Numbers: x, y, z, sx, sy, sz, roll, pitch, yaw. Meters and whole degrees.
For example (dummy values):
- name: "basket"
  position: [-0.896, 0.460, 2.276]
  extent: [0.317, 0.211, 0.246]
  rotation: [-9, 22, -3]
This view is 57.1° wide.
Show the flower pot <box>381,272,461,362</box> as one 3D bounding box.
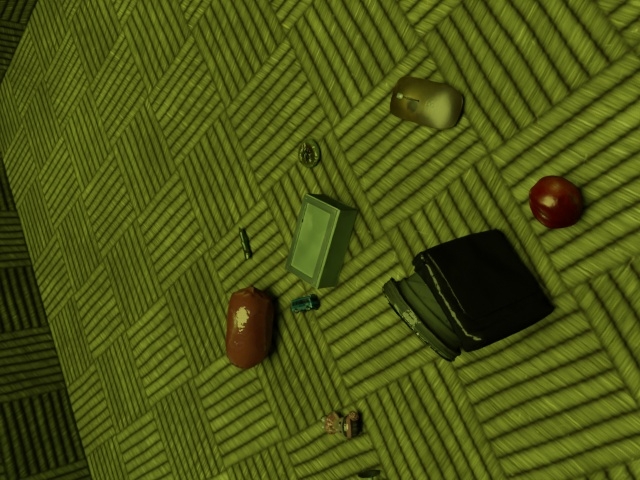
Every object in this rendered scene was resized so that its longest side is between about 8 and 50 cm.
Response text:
- name: "flower pot"
  position: [0.258, 0.139, 1.296]
  extent: [0.140, 0.235, 0.235]
  rotation: [-46, 60, 9]

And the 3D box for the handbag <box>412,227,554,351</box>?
- name: "handbag"
  position: [0.326, 0.096, 1.194]
  extent: [0.223, 0.246, 0.080]
  rotation: [60, 145, 22]

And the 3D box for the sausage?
- name: "sausage"
  position: [-0.210, 0.256, 1.761]
  extent: [0.148, 0.148, 0.255]
  rotation: [10, 104, 42]

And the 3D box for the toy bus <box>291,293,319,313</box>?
- name: "toy bus"
  position: [-0.043, 0.181, 1.669]
  extent: [0.083, 0.038, 0.046]
  rotation: [-18, 77, 41]

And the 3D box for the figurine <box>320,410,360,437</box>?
- name: "figurine"
  position: [0.058, 0.493, 1.592]
  extent: [0.129, 0.054, 0.072]
  rotation: [-10, 71, 50]

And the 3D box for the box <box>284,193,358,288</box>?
- name: "box"
  position: [0.000, 0.000, 1.587]
  extent: [0.129, 0.086, 0.225]
  rotation: [28, 111, 38]

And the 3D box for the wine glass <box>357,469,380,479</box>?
- name: "wine glass"
  position: [0.143, 0.700, 1.515]
  extent: [0.066, 0.066, 0.198]
  rotation: [-13, 84, 42]

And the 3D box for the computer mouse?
- name: "computer mouse"
  position: [0.240, -0.324, 1.374]
  extent: [0.199, 0.045, 0.102]
  rotation: [29, 109, 37]

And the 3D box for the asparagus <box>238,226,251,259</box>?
- name: "asparagus"
  position: [-0.238, 0.007, 1.849]
  extent: [0.025, 0.021, 0.108]
  rotation: [-25, 75, 36]

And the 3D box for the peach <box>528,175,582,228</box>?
- name: "peach"
  position: [0.463, -0.074, 1.153]
  extent: [0.100, 0.100, 0.101]
  rotation: [3, 95, 42]

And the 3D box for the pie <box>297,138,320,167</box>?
- name: "pie"
  position: [-0.034, -0.242, 1.646]
  extent: [0.084, 0.021, 0.084]
  rotation: [3, 94, 43]
